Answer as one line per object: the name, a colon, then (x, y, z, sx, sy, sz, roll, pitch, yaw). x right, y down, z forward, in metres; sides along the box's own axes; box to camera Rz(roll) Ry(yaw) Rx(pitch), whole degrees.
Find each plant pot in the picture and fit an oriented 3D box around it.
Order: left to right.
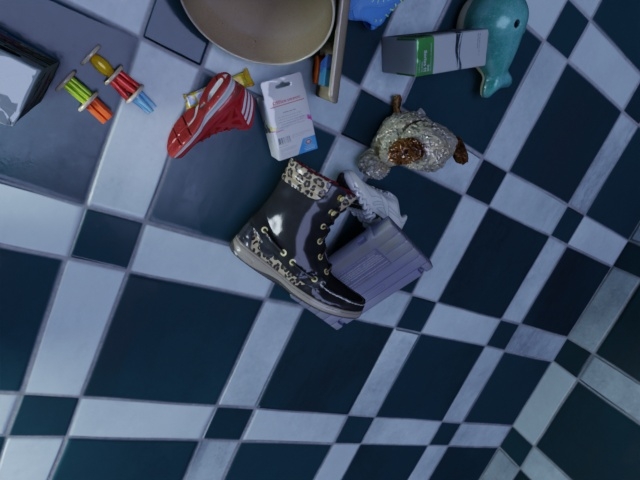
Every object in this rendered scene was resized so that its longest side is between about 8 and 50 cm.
plant pot: (-0.102, -0.506, 0.816, 0.284, 0.284, 0.190, 23, 65, -32)

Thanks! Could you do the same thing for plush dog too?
plush dog: (0.247, -0.251, 1.098, 0.263, 0.225, 0.210, -10, 116, -22)

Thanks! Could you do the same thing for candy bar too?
candy bar: (-0.224, -0.332, 0.956, 0.162, 0.018, 0.040, -27, 119, -12)

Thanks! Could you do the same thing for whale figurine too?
whale figurine: (0.465, -0.514, 1.136, 0.216, 0.141, 0.271, -29, 122, -12)

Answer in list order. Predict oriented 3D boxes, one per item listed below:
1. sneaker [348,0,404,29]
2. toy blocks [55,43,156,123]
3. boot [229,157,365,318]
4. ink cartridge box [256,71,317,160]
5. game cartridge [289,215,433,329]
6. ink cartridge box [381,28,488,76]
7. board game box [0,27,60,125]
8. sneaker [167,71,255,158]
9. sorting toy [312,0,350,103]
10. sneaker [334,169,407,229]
sneaker: (0.147, -0.565, 1.006, 0.240, 0.091, 0.126, -16, 139, -22)
toy blocks: (-0.417, -0.286, 0.862, 0.123, 0.054, 0.148, -47, 124, -1)
boot: (0.000, 0.000, 1.079, 0.378, 0.138, 0.284, 32, 100, -1)
ink cartridge box: (-0.081, -0.292, 1.018, 0.105, 0.061, 0.181, -22, 121, -16)
game cartridge: (0.111, 0.100, 1.232, 0.355, 0.068, 0.230, -36, 122, 18)
ink cartridge box: (0.277, -0.462, 1.062, 0.209, 0.153, 0.086, -16, 119, -18)
board game box: (-0.541, -0.286, 0.651, 0.224, 0.303, 0.097, 26, 99, -33)
sneaker: (-0.227, -0.246, 0.955, 0.221, 0.087, 0.128, -41, 143, 19)
sorting toy: (0.021, -0.453, 0.904, 0.041, 0.229, 0.306, 3, 112, -9)
sneaker: (0.143, -0.104, 1.199, 0.118, 0.110, 0.292, -52, 129, -10)
